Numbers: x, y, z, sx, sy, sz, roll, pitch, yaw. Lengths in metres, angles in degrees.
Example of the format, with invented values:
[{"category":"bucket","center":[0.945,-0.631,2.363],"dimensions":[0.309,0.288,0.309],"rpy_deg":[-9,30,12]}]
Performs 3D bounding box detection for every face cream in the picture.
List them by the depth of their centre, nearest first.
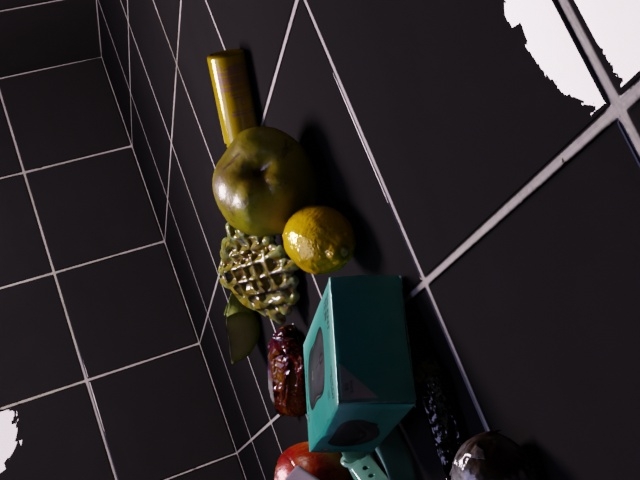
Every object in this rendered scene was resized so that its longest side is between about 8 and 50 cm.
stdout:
[{"category":"face cream","center":[-0.170,-0.254,1.670],"dimensions":[0.078,0.078,0.273],"rpy_deg":[-142,38,-61]}]

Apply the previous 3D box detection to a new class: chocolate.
[{"category":"chocolate","center":[0.213,0.341,1.019],"dimensions":[0.110,0.110,0.248],"rpy_deg":[-127,29,-47]}]

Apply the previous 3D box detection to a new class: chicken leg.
[{"category":"chicken leg","center":[-0.083,0.354,1.949],"dimensions":[0.407,0.096,0.158],"rpy_deg":[93,158,-52]}]

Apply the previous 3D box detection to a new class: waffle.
[{"category":"waffle","center":[-0.136,0.070,1.746],"dimensions":[0.223,0.054,0.204],"rpy_deg":[32,127,21]}]

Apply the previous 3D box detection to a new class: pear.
[{"category":"pear","center":[-0.096,-0.099,1.423],"dimensions":[0.200,0.200,0.200],"rpy_deg":[163,90,-72]}]

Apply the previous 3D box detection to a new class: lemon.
[{"category":"lemon","center":[0.000,0.000,1.329],"dimensions":[0.155,0.114,0.114],"rpy_deg":[32,136,58]}]

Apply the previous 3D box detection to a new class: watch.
[{"category":"watch","center":[0.097,0.389,1.484],"dimensions":[0.237,0.068,0.195],"rpy_deg":[-9,100,69]}]

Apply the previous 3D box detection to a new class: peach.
[{"category":"peach","center":[-0.025,0.540,1.779],"dimensions":[0.190,0.192,0.190],"rpy_deg":[174,90,-68]}]

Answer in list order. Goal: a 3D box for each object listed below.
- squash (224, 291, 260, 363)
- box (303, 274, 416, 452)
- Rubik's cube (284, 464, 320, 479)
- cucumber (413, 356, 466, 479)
[{"category":"squash","center":[-0.209,0.224,2.269],"dimensions":[0.184,0.085,0.192],"rpy_deg":[-82,-8,-55]},{"category":"box","center":[0.050,0.205,1.276],"dimensions":[0.311,0.118,0.205],"rpy_deg":[109,157,-62]},{"category":"Rubik's cube","center":[-0.019,0.653,1.550],"dimensions":[0.368,0.358,0.387],"rpy_deg":[1,132,53]},{"category":"cucumber","center":[0.174,0.258,1.148],"dimensions":[0.053,0.053,0.181],"rpy_deg":[173,80,-72]}]
